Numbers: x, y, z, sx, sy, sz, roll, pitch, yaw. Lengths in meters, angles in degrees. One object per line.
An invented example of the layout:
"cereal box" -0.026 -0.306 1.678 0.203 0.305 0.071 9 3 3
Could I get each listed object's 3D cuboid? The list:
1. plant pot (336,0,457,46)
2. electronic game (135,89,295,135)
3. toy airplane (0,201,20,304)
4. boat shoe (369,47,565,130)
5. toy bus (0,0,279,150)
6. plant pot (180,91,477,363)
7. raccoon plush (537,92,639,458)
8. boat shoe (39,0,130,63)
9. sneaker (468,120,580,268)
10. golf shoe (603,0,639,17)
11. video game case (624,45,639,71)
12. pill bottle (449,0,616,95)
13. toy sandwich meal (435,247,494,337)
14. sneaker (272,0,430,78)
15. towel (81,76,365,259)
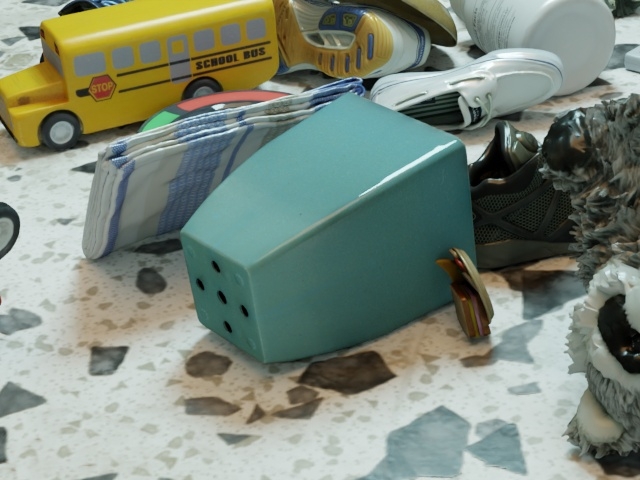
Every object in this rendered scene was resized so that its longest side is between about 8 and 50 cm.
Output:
"plant pot" 0.070 -0.308 1.960 0.236 0.032 0.236 27 -1 1
"electronic game" -0.097 -0.117 1.780 0.229 0.048 0.229 -4 30 2
"toy airplane" -0.462 0.046 1.318 0.384 0.272 0.386 24 10 -15
"boat shoe" 0.169 -0.157 1.800 0.226 0.083 0.076 -12 40 11
"toy bus" -0.221 -0.211 1.879 0.333 0.130 0.108 -15 31 -19
"plant pot" 0.000 0.000 1.449 0.234 0.165 0.165 -29 37 -30
"raccoon plush" 0.347 0.044 1.379 0.216 0.299 0.446 -4 -7 33
"boat shoe" -0.293 -0.274 2.043 0.109 0.089 0.258 -1 29 5
"sneaker" 0.237 -0.056 1.546 0.227 0.130 0.087 -10 32 -14
"golf shoe" 0.312 -0.354 2.095 0.273 0.105 0.120 -3 22 2
"video game case" 0.512 -0.227 1.916 0.212 0.023 0.193 22 39 38
"pill bottle" 0.250 -0.276 1.928 0.131 0.131 0.229 -14 31 -17
"toy sandwich meal" 0.130 0.047 1.425 0.029 0.085 0.085 -25 32 -3
"sneaker" 0.006 -0.254 1.983 0.131 0.112 0.296 -4 20 -46
"towel" -0.099 -0.069 1.573 0.285 0.209 0.034 -18 68 -24
